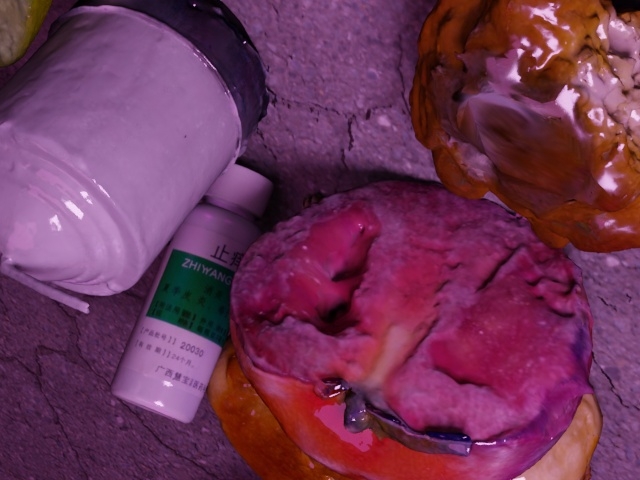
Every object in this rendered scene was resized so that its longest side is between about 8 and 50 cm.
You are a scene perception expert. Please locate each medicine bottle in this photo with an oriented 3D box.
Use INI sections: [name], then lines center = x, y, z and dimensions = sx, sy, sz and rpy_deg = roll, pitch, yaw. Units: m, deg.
[medicine bottle]
center = -0.124, 0.049, 1.468
dimensions = 0.095, 0.260, 0.095
rpy_deg = 19, 169, 4

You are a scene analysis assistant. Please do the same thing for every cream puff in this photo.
[cream puff]
center = 0.173, -0.111, 1.137
dimensions = 0.241, 0.155, 0.269
rpy_deg = 24, 141, 23

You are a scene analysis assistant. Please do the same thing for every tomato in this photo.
[tomato]
center = 0.093, 0.101, 1.306
dimensions = 0.335, 0.289, 0.176
rpy_deg = 18, 139, 23

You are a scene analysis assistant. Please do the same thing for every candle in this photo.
[candle]
center = -0.209, -0.083, 1.354
dimensions = 0.221, 0.342, 0.221
rpy_deg = 22, 141, 18

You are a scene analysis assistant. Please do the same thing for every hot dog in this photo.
[hot dog]
center = 0.087, 0.204, 1.488
dimensions = 0.405, 0.185, 0.223
rpy_deg = 16, 136, 29

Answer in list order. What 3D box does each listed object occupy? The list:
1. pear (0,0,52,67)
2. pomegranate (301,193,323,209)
[pear]
center = -0.295, -0.283, 1.347
dimensions = 0.288, 0.139, 0.239
rpy_deg = -3, 102, 47
[pomegranate]
center = 0.004, 0.001, 1.472
dimensions = 0.073, 0.084, 0.073
rpy_deg = 19, 166, 5
